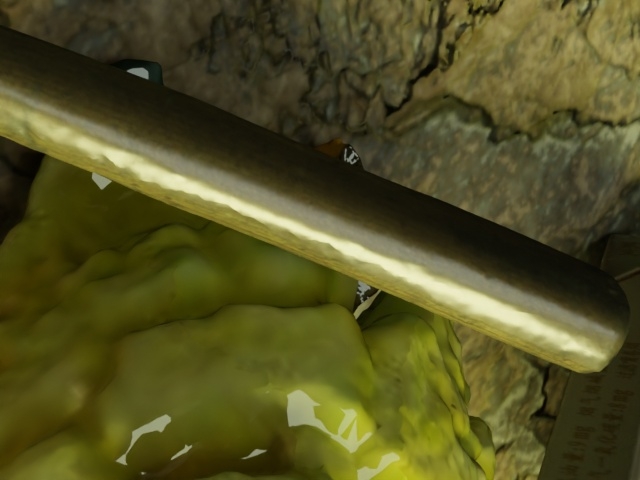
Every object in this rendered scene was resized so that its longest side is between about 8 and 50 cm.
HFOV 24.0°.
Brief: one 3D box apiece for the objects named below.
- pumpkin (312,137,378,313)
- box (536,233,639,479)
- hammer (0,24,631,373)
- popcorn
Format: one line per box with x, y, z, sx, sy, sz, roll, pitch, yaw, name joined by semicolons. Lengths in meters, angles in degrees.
0.000;0.000;0.736;0.074;0.054;0.083;-44;125;-23;pumpkin
0.147;0.156;0.791;0.365;0.051;0.204;-52;145;-62;box
-0.079;-0.038;0.516;0.440;0.168;0.044;22;134;-21;hammer
-0.042;0.117;0.623;0.293;0.237;0.293;-14;117;-28;popcorn
